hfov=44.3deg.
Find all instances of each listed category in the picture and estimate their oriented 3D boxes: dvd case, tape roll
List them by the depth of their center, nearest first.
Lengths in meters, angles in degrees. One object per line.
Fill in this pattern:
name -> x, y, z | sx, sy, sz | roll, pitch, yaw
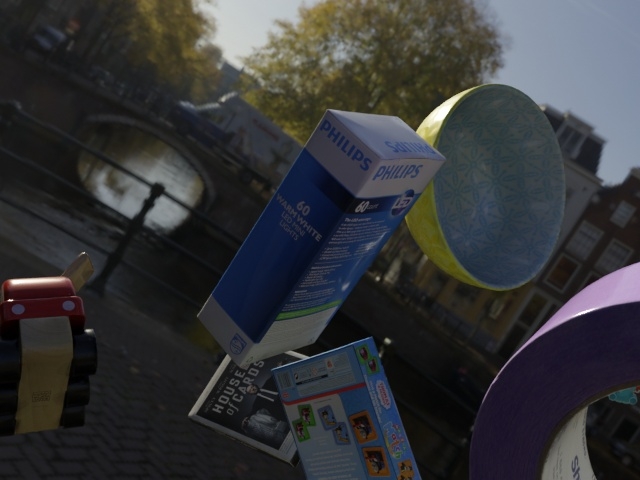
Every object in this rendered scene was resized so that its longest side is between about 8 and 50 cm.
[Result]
tape roll -> 0.228, 0.148, 0.450 | 0.275, 0.275, 0.090 | 35, 33, 22
dvd case -> -0.093, 0.266, 1.343 | 0.239, 0.179, 0.029 | 12, -31, 36

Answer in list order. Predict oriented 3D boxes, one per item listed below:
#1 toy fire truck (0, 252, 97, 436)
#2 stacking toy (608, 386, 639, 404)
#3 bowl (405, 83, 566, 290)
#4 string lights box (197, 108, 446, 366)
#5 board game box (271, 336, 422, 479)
toy fire truck -> -0.361, 0.106, 1.048 | 0.158, 0.217, 0.246 | -3, 53, -25
stacking toy -> 0.405, 0.203, 1.151 | 0.221, 0.052, 0.167 | 10, 10, 17
bowl -> 0.208, -0.075, 1.147 | 0.289, 0.289, 0.156 | 30, -17, -34
string lights box -> 0.000, 0.000, 0.783 | 0.077, 0.259, 0.133 | 45, 26, 23
board game box -> 0.032, 0.232, 0.910 | 0.039, 0.160, 0.211 | -11, 80, -42
